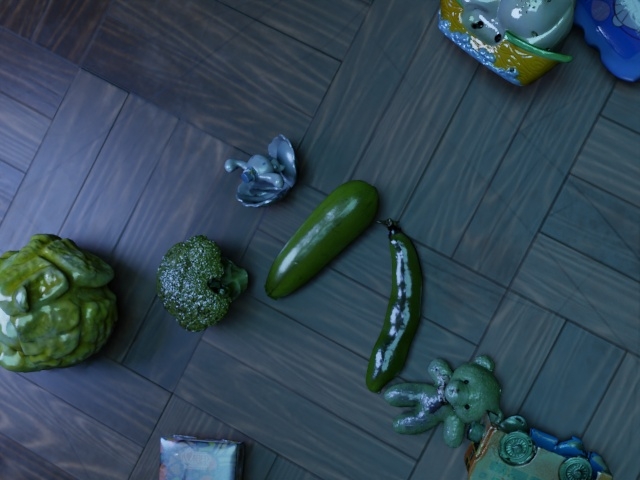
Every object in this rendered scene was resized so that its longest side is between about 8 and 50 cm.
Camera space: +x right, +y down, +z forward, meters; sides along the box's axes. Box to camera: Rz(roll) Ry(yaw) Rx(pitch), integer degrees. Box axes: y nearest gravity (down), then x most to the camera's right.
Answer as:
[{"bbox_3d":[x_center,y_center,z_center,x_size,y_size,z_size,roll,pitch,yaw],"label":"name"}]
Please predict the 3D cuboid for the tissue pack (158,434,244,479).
[{"bbox_3d":[-0.158,0.333,1.628,0.108,0.060,0.148,3,88,11],"label":"tissue pack"}]

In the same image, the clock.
[{"bbox_3d":[0.231,-0.293,1.548,0.231,0.103,0.144,41,112,26],"label":"clock"}]

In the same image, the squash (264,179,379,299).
[{"bbox_3d":[0.000,0.000,1.616,0.066,0.066,0.201,45,102,11],"label":"squash"}]

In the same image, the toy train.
[{"bbox_3d":[0.259,0.278,1.516,0.188,0.072,0.099,22,105,-5],"label":"toy train"}]

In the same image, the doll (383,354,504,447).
[{"bbox_3d":[0.155,0.205,1.569,0.150,0.077,0.115,-18,76,21],"label":"doll"}]

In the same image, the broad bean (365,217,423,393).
[{"bbox_3d":[0.096,0.085,1.602,0.069,0.039,0.227,3,86,6],"label":"broad bean"}]

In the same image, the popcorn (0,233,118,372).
[{"bbox_3d":[-0.361,0.087,1.640,0.187,0.167,0.186,4,115,45],"label":"popcorn"}]

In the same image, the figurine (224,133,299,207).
[{"bbox_3d":[-0.072,-0.085,1.624,0.086,0.094,0.082,-22,122,-18],"label":"figurine"}]

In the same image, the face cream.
[{"bbox_3d":[0.364,-0.333,1.547,0.149,0.083,0.264,-33,80,10],"label":"face cream"}]

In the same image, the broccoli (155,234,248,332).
[{"bbox_3d":[-0.156,0.055,1.623,0.120,0.131,0.130,-1,70,-26],"label":"broccoli"}]
